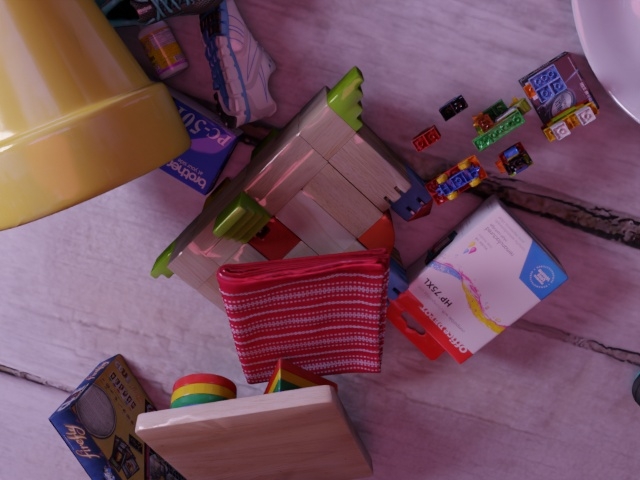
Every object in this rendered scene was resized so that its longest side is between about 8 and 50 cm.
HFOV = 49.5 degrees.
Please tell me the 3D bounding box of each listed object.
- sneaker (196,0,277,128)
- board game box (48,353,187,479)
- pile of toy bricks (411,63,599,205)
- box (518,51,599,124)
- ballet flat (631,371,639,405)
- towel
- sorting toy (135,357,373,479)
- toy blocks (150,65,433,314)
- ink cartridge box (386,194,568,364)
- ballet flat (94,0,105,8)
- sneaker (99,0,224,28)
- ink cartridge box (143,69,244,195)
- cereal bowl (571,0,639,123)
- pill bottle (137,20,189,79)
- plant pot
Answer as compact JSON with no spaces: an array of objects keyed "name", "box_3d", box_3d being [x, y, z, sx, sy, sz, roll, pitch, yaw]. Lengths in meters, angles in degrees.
[{"name":"sneaker","box_3d":[-0.102,-0.240,0.888,0.083,0.071,0.190,-13,93,-31]},{"name":"board game box","box_3d":[-0.276,0.307,1.015,0.042,0.165,0.243,-27,101,14]},{"name":"pile of toy bricks","box_3d":[0.214,-0.139,0.851,0.212,0.105,0.118,-31,98,17]},{"name":"box","box_3d":[0.300,-0.184,0.873,0.067,0.018,0.083,-31,101,14]},{"name":"ballet flat","box_3d":[0.550,0.270,0.940,0.280,0.096,0.095,28,108,-2]},{"name":"towel","box_3d":[-0.014,0.106,0.871,0.199,0.031,0.275,-6,142,-1]},{"name":"sorting toy","box_3d":[-0.079,0.256,0.962,0.257,0.089,0.255,-11,140,10]},{"name":"toy blocks","box_3d":[0.000,0.000,0.902,0.261,0.190,0.381,41,108,-18]},{"name":"ink cartridge box","box_3d":[0.192,0.067,0.931,0.134,0.078,0.231,44,107,-7]},{"name":"ballet flat","box_3d":[-0.331,-0.262,0.898,0.077,0.091,0.241,43,105,28]},{"name":"sneaker","box_3d":[-0.187,-0.279,0.817,0.166,0.076,0.065,-5,130,21]},{"name":"ink cartridge box","box_3d":[-0.216,-0.157,0.929,0.207,0.046,0.097,31,109,-3]},{"name":"cereal bowl","box_3d":[0.425,-0.272,0.697,0.141,0.339,0.339,-22,105,-19]},{"name":"pill bottle","box_3d":[-0.208,-0.254,0.900,0.043,0.043,0.083,-24,102,13]},{"name":"plant pot","box_3d":[-0.307,-0.168,0.777,0.254,0.254,0.239,-18,106,12]}]
